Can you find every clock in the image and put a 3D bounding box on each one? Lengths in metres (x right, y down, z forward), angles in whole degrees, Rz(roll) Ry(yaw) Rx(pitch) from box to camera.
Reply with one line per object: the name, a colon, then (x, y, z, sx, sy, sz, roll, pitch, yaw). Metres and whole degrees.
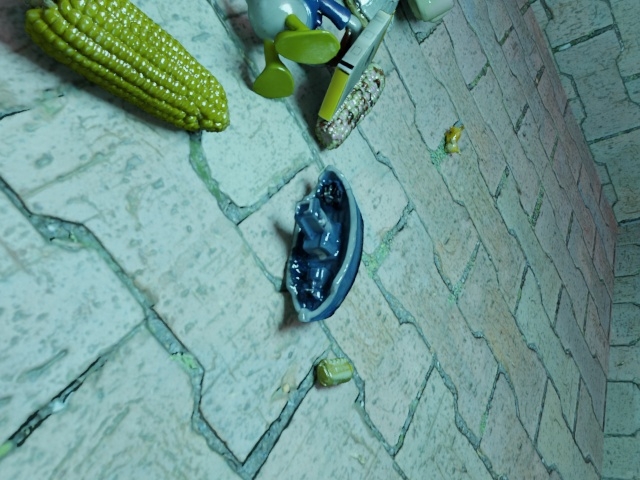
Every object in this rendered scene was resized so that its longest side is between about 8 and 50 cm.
clock: (0.267, -0.737, 1.383, 0.284, 0.114, 0.309, 63, 21, -12)

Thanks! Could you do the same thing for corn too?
corn: (-0.253, -0.249, 0.695, 0.321, 0.119, 0.119, 26, 59, -47)
corn: (0.063, -0.294, 1.098, 0.092, 0.092, 0.281, 52, 50, -25)

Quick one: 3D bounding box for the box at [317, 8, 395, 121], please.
box: (0.072, -0.353, 1.004, 0.033, 0.129, 0.247, 29, 55, 1)

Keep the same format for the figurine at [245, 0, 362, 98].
figurine: (-0.019, -0.445, 0.967, 0.283, 0.204, 0.339, 8, 69, -48)

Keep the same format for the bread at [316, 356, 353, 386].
bread: (0.025, 0.237, 0.921, 0.088, 0.033, 0.049, 6, 59, -52)

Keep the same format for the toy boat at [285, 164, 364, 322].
toy boat: (0.000, 0.000, 0.894, 0.142, 0.129, 0.309, 41, 51, -47)

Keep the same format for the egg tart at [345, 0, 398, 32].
egg tart: (0.133, -0.639, 1.277, 0.234, 0.094, 0.234, 23, 58, -44)

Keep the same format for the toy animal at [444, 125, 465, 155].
toy animal: (0.396, -0.292, 1.487, 0.060, 0.081, 0.083, 45, 28, -33)
